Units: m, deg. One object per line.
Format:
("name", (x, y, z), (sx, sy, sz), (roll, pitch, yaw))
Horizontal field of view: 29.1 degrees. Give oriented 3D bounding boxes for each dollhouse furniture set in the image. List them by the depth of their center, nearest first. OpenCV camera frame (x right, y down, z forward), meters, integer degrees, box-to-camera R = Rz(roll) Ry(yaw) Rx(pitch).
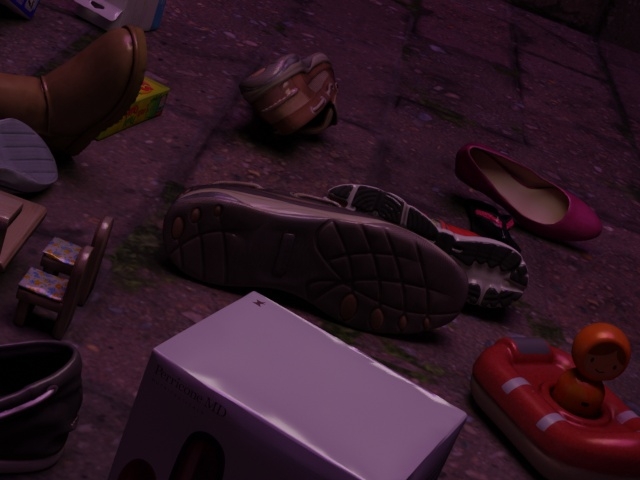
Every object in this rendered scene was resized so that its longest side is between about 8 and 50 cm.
("dollhouse furniture set", (-0.314, -0.012, 1.124), (0.212, 0.161, 0.242), (20, 24, -3))

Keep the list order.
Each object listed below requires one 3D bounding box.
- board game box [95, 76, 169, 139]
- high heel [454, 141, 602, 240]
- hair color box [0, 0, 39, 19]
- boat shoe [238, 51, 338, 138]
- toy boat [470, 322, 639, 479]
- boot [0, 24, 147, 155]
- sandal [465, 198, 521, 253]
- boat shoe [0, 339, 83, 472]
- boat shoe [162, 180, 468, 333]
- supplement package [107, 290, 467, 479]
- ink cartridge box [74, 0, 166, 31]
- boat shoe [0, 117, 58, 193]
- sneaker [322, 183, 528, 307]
("board game box", (-0.290, -0.192, 1.679), (0.092, 0.043, 0.181), (26, 24, 12))
("high heel", (0.310, -0.073, 1.815), (0.244, 0.082, 0.117), (32, -7, 5))
("hair color box", (-0.522, -0.434, 1.763), (0.185, 0.110, 0.339), (24, -4, 4))
("boat shoe", (-0.032, -0.209, 1.875), (0.116, 0.123, 0.324), (58, 18, 0))
("toy boat", (0.272, 0.154, 1.274), (0.151, 0.151, 0.231), (3, 29, -36))
("boot", (-0.358, -0.173, 1.386), (0.269, 0.236, 0.089), (5, 55, -39))
("sandal", (0.249, -0.029, 1.786), (0.067, 0.040, 0.179), (17, 24, -15))
("boat shoe", (-0.332, 0.119, 0.908), (0.335, 0.096, 0.112), (1, 31, -39))
("boat shoe", (0.000, 0.000, 1.404), (0.355, 0.132, 0.130), (18, 24, -11))
("supplement package", (-0.036, 0.183, 0.887), (0.194, 0.203, 0.149), (29, 24, 17))
("ink cartridge box", (-0.329, -0.400, 2.033), (0.092, 0.090, 0.143), (28, 24, 15))
("boat shoe", (-0.369, -0.088, 1.340), (0.226, 0.075, 0.083), (14, 55, -73))
("sneaker", (0.126, 0.013, 1.560), (0.279, 0.107, 0.118), (24, 5, -1))
